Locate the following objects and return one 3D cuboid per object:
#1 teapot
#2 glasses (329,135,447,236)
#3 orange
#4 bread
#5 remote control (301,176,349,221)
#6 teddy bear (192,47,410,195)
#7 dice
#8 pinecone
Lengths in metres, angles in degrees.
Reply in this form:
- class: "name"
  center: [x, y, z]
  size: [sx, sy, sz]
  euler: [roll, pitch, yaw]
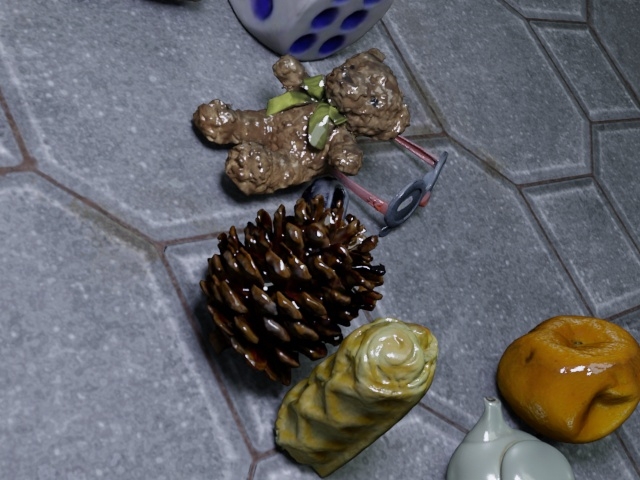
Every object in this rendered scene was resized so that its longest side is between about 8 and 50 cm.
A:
- class: "teapot"
  center: [0.269, 0.402, 1.371]
  size: [0.220, 0.149, 0.318]
  euler: [35, 46, -9]
- class: "glasses"
  center: [0.087, -0.147, 1.719]
  size: [0.268, 0.118, 0.234]
  euler: [35, 40, 13]
- class: "orange"
  center: [0.419, 0.235, 1.610]
  size: [0.249, 0.183, 0.249]
  euler: [2, 20, -1]
- class: "bread"
  center: [0.052, 0.199, 1.248]
  size: [0.152, 0.267, 0.130]
  euler: [-17, 66, -45]
- class: "remote control"
  center: [0.000, 0.000, 1.501]
  size: [0.090, 0.066, 0.265]
  euler: [29, 44, -19]
- class: "teddy bear"
  center: [-0.016, -0.196, 1.506]
  size: [0.296, 0.222, 0.246]
  euler: [-1, 50, -47]
- class: "dice"
  center: [-0.018, -0.498, 1.721]
  size: [0.243, 0.259, 0.251]
  euler: [-11, 68, -44]
- class: "pinecone"
  center: [-0.044, 0.060, 1.291]
  size: [0.224, 0.272, 0.224]
  euler: [46, 8, -8]
